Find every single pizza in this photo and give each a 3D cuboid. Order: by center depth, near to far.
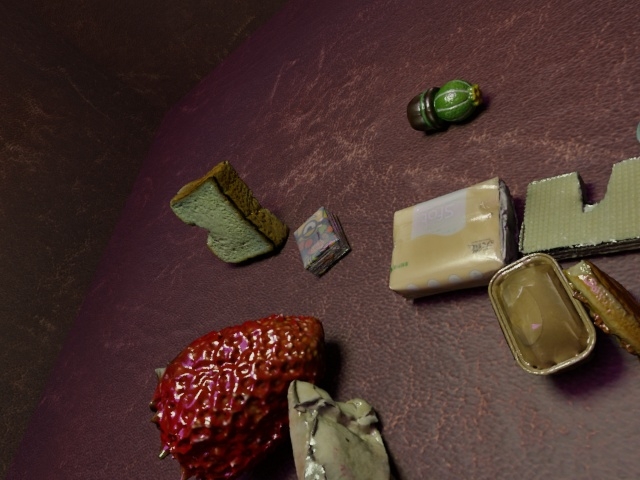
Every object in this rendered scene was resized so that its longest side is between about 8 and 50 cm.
[{"bbox_3d":[0.371,0.095,0.596,0.046,0.134,0.175,-46,73,26],"label":"pizza"}]

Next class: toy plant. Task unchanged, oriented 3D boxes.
[{"bbox_3d":[0.276,-0.298,1.064,0.162,0.093,0.093,-8,54,43],"label":"toy plant"}]

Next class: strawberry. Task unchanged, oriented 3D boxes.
[{"bbox_3d":[-0.133,0.292,0.912,0.343,0.292,0.292,-25,41,15],"label":"strawberry"}]

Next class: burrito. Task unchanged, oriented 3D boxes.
[{"bbox_3d":[0.042,0.356,0.699,0.107,0.175,0.348,-67,28,27],"label":"burrito"}]

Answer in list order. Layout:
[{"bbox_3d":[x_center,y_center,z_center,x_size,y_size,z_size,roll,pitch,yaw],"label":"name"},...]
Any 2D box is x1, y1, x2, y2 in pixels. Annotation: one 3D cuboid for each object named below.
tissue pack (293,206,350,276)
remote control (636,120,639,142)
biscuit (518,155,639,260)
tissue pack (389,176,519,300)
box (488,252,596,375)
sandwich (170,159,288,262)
[{"bbox_3d":[0.000,0.000,1.157,0.108,0.060,0.148,-43,35,17],"label":"tissue pack"},{"bbox_3d":[0.567,-0.239,0.703,0.256,0.045,0.097,-51,33,9],"label":"remote control"},{"bbox_3d":[0.422,-0.050,0.706,0.250,0.046,0.147,-15,48,44],"label":"biscuit"},{"bbox_3d":[0.232,0.002,0.850,0.222,0.090,0.186,-18,49,41],"label":"tissue pack"},{"bbox_3d":[0.305,0.101,0.664,0.111,0.111,0.177,-36,38,25],"label":"box"},{"bbox_3d":[-0.260,-0.060,1.334,0.249,0.273,0.095,-19,32,39],"label":"sandwich"}]
